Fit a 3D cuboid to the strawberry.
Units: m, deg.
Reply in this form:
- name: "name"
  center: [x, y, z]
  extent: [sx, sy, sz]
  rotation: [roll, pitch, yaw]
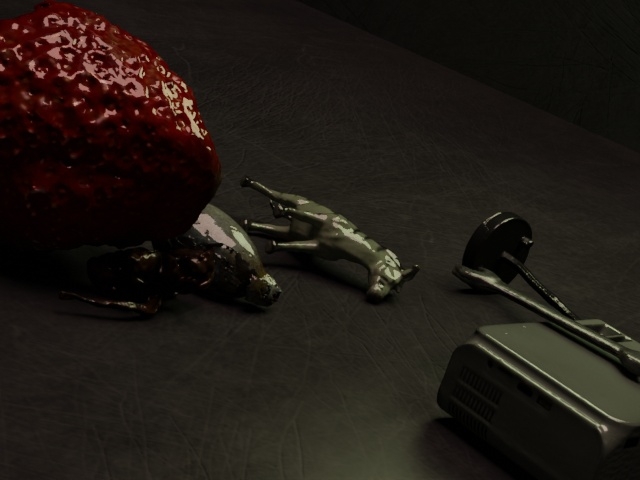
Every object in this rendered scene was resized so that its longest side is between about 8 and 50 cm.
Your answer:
- name: "strawberry"
  center: [-0.228, -0.098, 1.457]
  extent: [0.277, 0.257, 0.257]
  rotation: [25, 17, 12]

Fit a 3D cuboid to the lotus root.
- name: "lotus root"
  center: [-0.113, 0.013, 1.559]
  extent: [0.165, 0.088, 0.088]
  rotation: [36, 21, 17]

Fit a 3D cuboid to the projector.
- name: "projector"
  center: [0.266, 0.169, 1.450]
  extent: [0.250, 0.108, 0.198]
  rotation: [0, 26, -45]

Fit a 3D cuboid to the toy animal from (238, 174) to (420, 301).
- name: "toy animal"
  center: [0.003, -0.005, 1.763]
  extent: [0.176, 0.073, 0.217]
  rotation: [17, 11, -29]

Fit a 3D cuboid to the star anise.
- name: "star anise"
  center: [-0.178, 0.038, 1.435]
  extent: [0.190, 0.070, 0.097]
  rotation: [1, -2, -44]

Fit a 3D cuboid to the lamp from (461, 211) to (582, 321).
- name: "lamp"
  center: [0.276, 0.108, 1.756]
  extent: [0.108, 0.130, 0.371]
  rotation: [-27, 46, -3]

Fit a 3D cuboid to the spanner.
- name: "spanner"
  center: [0.240, 0.079, 1.488]
  extent: [0.254, 0.015, 0.054]
  rotation: [29, 20, 33]
